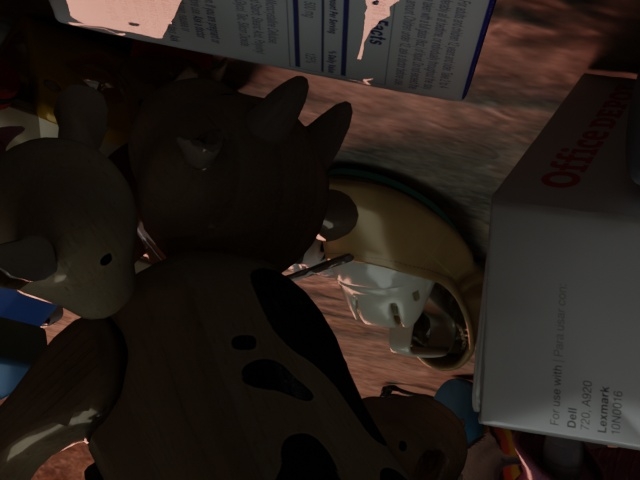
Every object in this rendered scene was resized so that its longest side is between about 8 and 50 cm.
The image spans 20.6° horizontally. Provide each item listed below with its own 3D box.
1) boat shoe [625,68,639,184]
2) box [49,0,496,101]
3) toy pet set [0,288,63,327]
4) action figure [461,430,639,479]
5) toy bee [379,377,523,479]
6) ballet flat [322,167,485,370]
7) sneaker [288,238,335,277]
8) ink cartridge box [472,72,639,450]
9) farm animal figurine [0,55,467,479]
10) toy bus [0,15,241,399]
[{"bbox_3d":[0.169,-0.057,0.489,0.084,0.095,0.258,19,167,-13],"label":"boat shoe"},{"bbox_3d":[-0.013,-0.102,0.505,0.137,0.072,0.126,12,169,2],"label":"box"},{"bbox_3d":[-0.138,0.031,0.962,0.122,0.065,0.114,-8,155,44],"label":"toy pet set"},{"bbox_3d":[0.234,0.198,1.223,0.370,0.276,0.248,-9,166,22],"label":"action figure"},{"bbox_3d":[0.148,0.209,1.553,0.195,0.162,0.298,10,168,-3],"label":"toy bee"},{"bbox_3d":[0.053,0.026,1.015,0.080,0.073,0.232,8,167,24],"label":"ballet flat"},{"bbox_3d":[0.000,0.000,1.030,0.043,0.040,0.109,14,176,8],"label":"sneaker"},{"bbox_3d":[0.179,0.011,0.634,0.219,0.092,0.160,8,-157,17],"label":"ink cartridge box"},{"bbox_3d":[-0.060,0.027,0.581,0.172,0.327,0.330,-41,160,24],"label":"farm animal figurine"},{"bbox_3d":[-0.127,-0.046,0.793,0.191,0.104,0.202,-18,131,1],"label":"toy bus"}]
